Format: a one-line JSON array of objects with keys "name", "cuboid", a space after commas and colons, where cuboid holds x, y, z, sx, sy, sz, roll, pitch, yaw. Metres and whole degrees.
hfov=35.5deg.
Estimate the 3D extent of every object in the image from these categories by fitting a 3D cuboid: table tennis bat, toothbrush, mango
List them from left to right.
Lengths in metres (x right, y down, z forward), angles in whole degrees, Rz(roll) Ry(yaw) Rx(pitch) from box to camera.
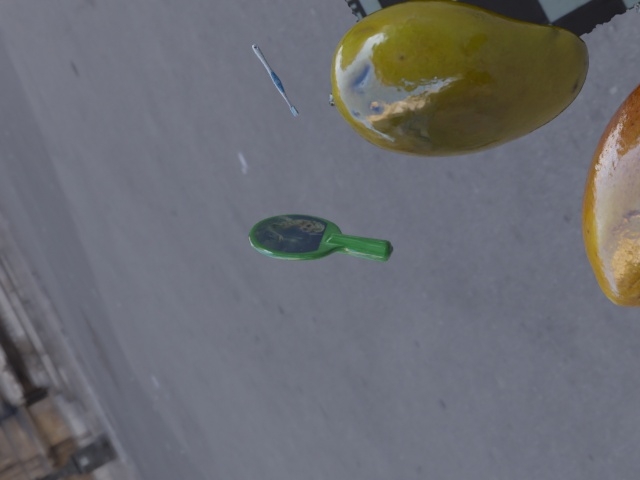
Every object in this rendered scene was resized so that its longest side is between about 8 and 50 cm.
[{"name": "toothbrush", "cuboid": [-0.088, -0.312, 1.952, 0.162, 0.014, 0.017, 57, 164, -2]}, {"name": "table tennis bat", "cuboid": [0.000, 0.000, 1.756, 0.257, 0.160, 0.039, 10, 119, 11]}, {"name": "mango", "cuboid": [0.086, -0.098, 0.608, 0.103, 0.161, 0.076, 97, 165, -48]}, {"name": "mango", "cuboid": [0.427, -0.072, 1.200, 0.199, 0.201, 0.350, 35, 120, 21]}]

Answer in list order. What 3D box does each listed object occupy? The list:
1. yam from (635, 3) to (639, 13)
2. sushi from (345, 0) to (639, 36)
[{"name": "yam", "cuboid": [0.404, -0.324, 1.204, 0.033, 0.027, 0.129, 22, 152, 8]}, {"name": "sushi", "cuboid": [0.165, -0.336, 0.912, 0.343, 0.359, 0.064, 62, -167, 3]}]
